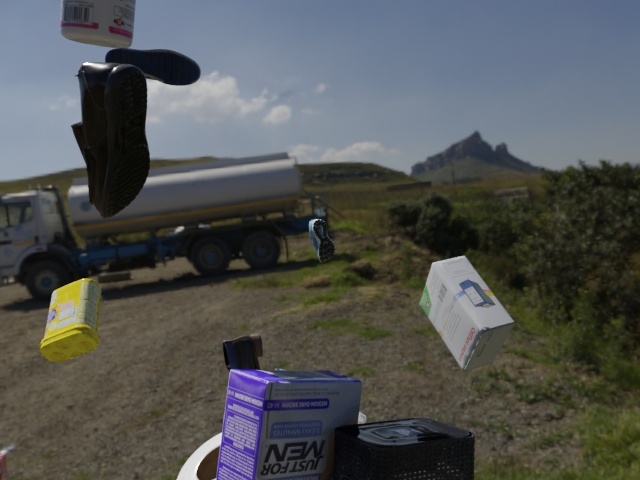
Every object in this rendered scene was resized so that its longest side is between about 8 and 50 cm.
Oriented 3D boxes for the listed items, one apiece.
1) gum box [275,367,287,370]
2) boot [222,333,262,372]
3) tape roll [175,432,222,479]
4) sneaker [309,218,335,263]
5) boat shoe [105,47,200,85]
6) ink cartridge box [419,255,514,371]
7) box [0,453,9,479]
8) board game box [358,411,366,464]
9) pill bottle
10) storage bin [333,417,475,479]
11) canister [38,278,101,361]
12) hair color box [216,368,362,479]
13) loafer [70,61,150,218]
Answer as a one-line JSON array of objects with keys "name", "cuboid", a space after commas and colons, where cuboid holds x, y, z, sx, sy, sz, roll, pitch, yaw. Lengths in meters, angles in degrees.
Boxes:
[{"name": "gum box", "cuboid": [-0.128, 0.473, 1.704, 0.041, 0.185, 0.157, 13, 1, -5]}, {"name": "boot", "cuboid": [-0.217, 0.372, 1.672, 0.106, 0.219, 0.082, 0, -12, -23]}, {"name": "tape roll", "cuboid": [-0.222, 0.625, 1.535, 0.246, 0.169, 0.246, -24, 19, 9]}, {"name": "sneaker", "cuboid": [0.000, 0.000, 2.021, 0.063, 0.162, 0.073, -20, 19, -22]}, {"name": "boat shoe", "cuboid": [-0.331, -0.354, 1.206, 0.183, 0.066, 0.066, 10, 15, -10]}, {"name": "ink cartridge box", "cuboid": [0.328, 0.166, 1.380, 0.093, 0.154, 0.212, -10, 46, -19]}, {"name": "box", "cuboid": [-0.774, 0.527, 1.209, 0.256, 0.123, 0.128, -8, -8, -21]}, {"name": "board game box", "cuboid": [0.053, 0.410, 1.162, 0.026, 0.103, 0.154, 32, 12, -5]}, {"name": "pill bottle", "cuboid": [-0.503, -0.598, 1.376, 0.160, 0.283, 0.160, 7, 9, -1]}, {"name": "storage bin", "cuboid": [0.118, 0.310, 0.852, 0.180, 0.085, 0.122, 3, -4, -31]}, {"name": "canister", "cuboid": [-0.575, 0.182, 1.399, 0.126, 0.170, 0.073, -22, -45, 8]}, {"name": "hair color box", "cuboid": [-0.052, 0.366, 0.877, 0.185, 0.339, 0.110, 11, -5, -40]}, {"name": "loafer", "cuboid": [-0.265, -0.127, 0.753, 0.078, 0.220, 0.080, 28, 37, 12]}]
